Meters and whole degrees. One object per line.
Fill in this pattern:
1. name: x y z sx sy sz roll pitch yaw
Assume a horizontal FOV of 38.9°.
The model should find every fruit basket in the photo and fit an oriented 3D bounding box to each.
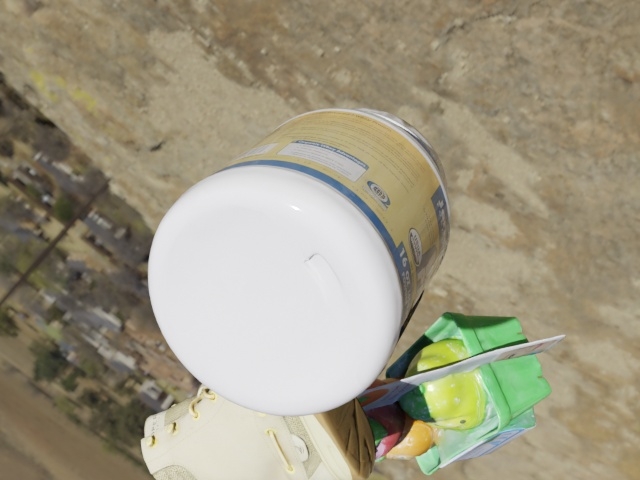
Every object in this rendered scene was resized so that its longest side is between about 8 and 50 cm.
1. fruit basket: 0.094 0.224 1.123 0.165 0.353 0.327 62 151 18

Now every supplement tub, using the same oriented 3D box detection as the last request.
1. supplement tub: 0.000 0.000 0.559 0.144 0.200 0.144 7 114 17

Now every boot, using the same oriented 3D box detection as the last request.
1. boot: -0.091 0.128 0.832 0.203 0.095 0.262 -24 101 26
